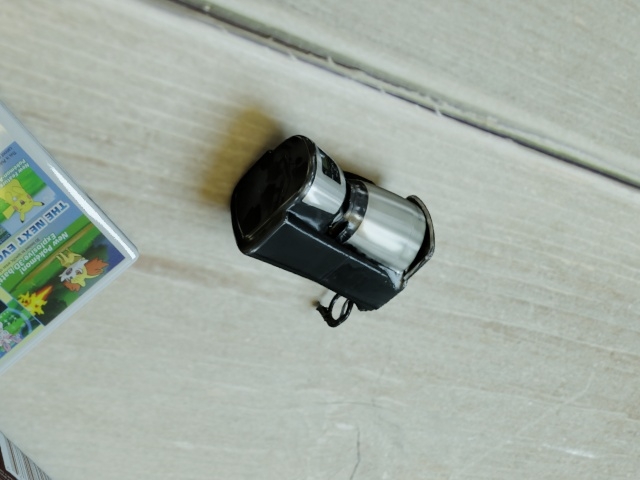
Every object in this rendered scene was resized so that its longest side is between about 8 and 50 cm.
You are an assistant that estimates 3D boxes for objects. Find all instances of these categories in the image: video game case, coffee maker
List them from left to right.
[{"bbox_3d":[-0.375,0.018,0.827,0.329,0.036,0.300,-41,124,-6],"label":"video game case"},{"bbox_3d":[0.000,0.000,0.958,0.178,0.120,0.171,26,100,-33],"label":"coffee maker"}]

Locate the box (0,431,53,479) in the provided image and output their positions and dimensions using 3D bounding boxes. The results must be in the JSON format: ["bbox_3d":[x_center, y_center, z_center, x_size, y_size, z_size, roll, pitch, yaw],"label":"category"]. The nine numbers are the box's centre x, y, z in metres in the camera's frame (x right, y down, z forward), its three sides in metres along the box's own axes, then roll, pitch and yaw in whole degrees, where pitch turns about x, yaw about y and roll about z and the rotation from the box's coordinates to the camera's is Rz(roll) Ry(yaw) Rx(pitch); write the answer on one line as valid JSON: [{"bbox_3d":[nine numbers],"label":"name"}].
[{"bbox_3d":[-0.345,0.310,0.898,0.203,0.167,0.168,-38,124,-6],"label":"box"}]
